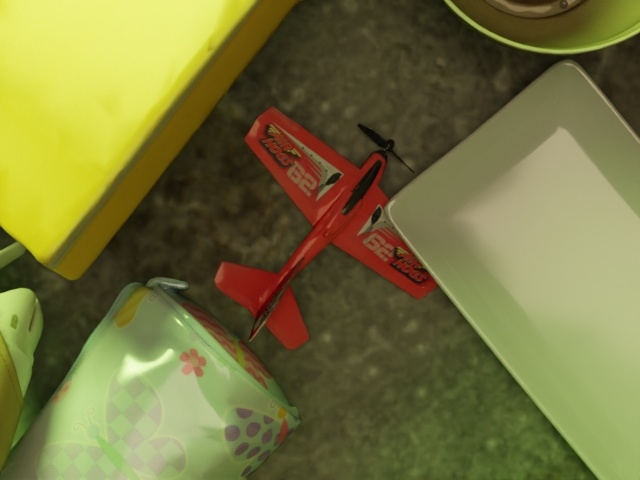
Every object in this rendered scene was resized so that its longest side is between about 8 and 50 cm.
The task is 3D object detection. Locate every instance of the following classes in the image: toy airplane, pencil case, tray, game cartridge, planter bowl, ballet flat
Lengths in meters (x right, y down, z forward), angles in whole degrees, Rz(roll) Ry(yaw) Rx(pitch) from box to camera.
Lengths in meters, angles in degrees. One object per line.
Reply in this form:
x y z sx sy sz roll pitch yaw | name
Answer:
0.000 0.000 0.901 0.151 0.028 0.151 1 88 -25 | toy airplane
-0.138 0.149 0.865 0.124 0.113 0.273 43 89 15 | pencil case
0.173 0.041 0.911 0.145 0.030 0.270 -39 90 0 | tray
-0.130 -0.185 0.851 0.285 0.052 0.324 39 88 24 | game cartridge
0.125 -0.177 0.873 0.162 0.109 0.162 0 89 -1 | planter bowl
-0.189 0.023 0.850 0.073 0.080 0.232 -16 63 -14 | ballet flat
